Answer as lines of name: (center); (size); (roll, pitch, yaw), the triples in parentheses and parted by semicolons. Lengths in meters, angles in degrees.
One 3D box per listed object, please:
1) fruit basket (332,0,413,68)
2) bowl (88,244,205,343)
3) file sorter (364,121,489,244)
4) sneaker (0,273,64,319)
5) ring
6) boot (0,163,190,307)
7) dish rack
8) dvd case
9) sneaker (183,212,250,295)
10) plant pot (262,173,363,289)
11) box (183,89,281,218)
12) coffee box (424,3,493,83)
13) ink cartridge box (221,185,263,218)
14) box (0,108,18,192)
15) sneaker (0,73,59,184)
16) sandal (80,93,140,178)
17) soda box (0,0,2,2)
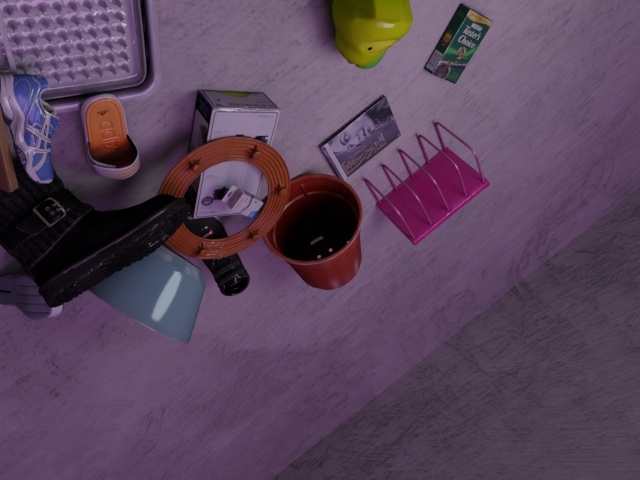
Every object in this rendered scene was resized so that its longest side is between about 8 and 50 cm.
fruit basket: (0.127, -0.518, 1.093); (0.392, 0.283, 0.392); (-14, 119, -27)
bowl: (-0.395, 0.090, 1.277); (0.163, 0.311, 0.311); (-56, 144, -7)
file sorter: (0.309, -0.179, 1.623); (0.291, 0.202, 0.182); (-39, 142, 1)
sneaker: (-0.600, 0.105, 1.162); (0.091, 0.258, 0.094); (-12, 106, -49)
ring: (-0.216, -0.085, 1.267); (0.337, 0.032, 0.336); (-21, 136, -21)
boot: (-0.466, -0.062, 1.084); (0.348, 0.260, 0.131); (-35, 173, -28)
dish rack: (-0.446, -0.357, 0.917); (0.333, 0.072, 0.285); (-17, 137, -26)
dvd case: (0.114, -0.278, 1.509); (0.221, 0.018, 0.164); (-38, 143, 0)
sneaker: (-0.265, 0.036, 1.416); (0.104, 0.147, 0.295); (-32, 142, -5)
plant pot: (0.000, 0.000, 1.524); (0.272, 0.272, 0.265); (-34, 151, -6)
box: (-0.212, -0.196, 1.265); (0.169, 0.087, 0.290); (-9, 135, -33)
coffee box: (0.366, -0.518, 1.447); (0.113, 0.040, 0.184); (5, 126, -42)
ink cartridge box: (-0.178, -0.087, 1.246); (0.083, 0.028, 0.048); (23, 110, -47)
box: (-0.593, -0.189, 0.905); (0.021, 0.164, 0.201); (-59, 170, -45)
sneaker: (-0.488, -0.186, 0.937); (0.081, 0.080, 0.211); (-18, 139, -24)
sandal: (-0.412, -0.177, 1.074); (0.102, 0.076, 0.265); (-20, 161, -18)
soda box: (-0.486, -0.366, 0.741); (0.286, 0.091, 0.098); (-47, 141, 9)
